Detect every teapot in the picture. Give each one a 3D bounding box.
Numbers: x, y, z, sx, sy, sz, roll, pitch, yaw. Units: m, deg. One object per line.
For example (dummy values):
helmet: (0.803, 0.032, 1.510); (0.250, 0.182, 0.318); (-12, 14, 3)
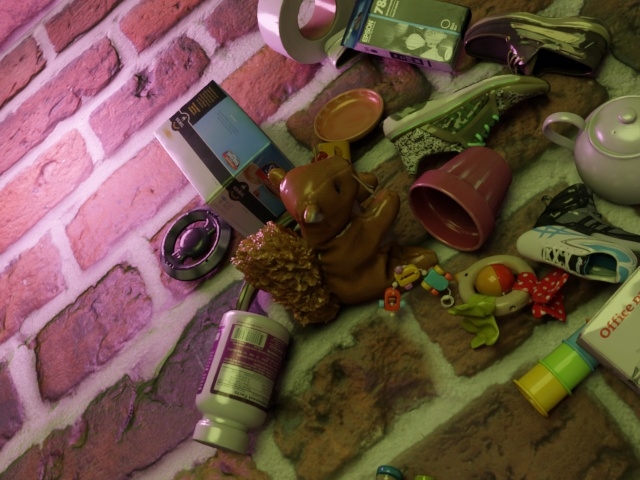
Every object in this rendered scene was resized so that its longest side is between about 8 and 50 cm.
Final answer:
teapot: (0.636, -0.211, 1.546); (0.256, 0.187, 0.253); (-33, 53, 11)

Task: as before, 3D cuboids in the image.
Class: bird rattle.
bird rattle: (0.384, 0.098, 1.561); (0.253, 0.143, 0.207); (-30, 37, 8)

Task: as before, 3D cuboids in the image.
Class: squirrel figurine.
squirrel figurine: (0.000, 0.000, 1.665); (0.397, 0.370, 0.281); (-39, 53, 5)

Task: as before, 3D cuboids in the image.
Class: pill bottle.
pill bottle: (-0.188, 0.328, 1.719); (0.169, 0.169, 0.302); (4, 66, 31)

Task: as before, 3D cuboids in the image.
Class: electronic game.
electronic game: (-0.344, 0.007, 2.056); (0.229, 0.048, 0.229); (-13, 58, 21)

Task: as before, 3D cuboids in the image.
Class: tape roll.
tape roll: (-0.037, -0.648, 2.095); (0.100, 0.286, 0.286); (35, 84, 38)

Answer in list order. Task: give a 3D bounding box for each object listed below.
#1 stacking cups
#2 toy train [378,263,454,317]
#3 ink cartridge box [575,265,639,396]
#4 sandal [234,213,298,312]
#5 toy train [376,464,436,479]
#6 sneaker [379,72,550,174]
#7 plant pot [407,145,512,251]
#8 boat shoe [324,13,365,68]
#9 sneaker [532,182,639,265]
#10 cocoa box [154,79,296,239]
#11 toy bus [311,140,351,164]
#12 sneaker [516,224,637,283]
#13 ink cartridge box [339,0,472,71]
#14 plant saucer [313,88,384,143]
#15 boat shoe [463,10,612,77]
stacking cups: (0.523, 0.206, 1.454); (0.316, 0.096, 0.096); (-41, 52, -3)
toy train: (0.211, 0.104, 1.656); (0.166, 0.125, 0.046); (-4, 25, 0)
ink cartridge box: (0.631, 0.192, 1.320); (0.283, 0.117, 0.207); (42, 89, 19)
sandal: (-0.122, 0.073, 1.874); (0.086, 0.120, 0.303); (24, 77, 7)
toy train: (0.201, 0.524, 1.449); (0.248, 0.105, 0.143); (-1, 50, 28)
sneaker: (0.358, -0.270, 1.797); (0.410, 0.158, 0.182); (-18, 88, 17)
plant pot: (0.326, -0.107, 1.670); (0.201, 0.201, 0.180); (26, 63, 36)
boat shoe: (0.132, -0.580, 2.087); (0.267, 0.096, 0.088); (-32, 58, 11)
sneaker: (0.570, -0.037, 1.540); (0.268, 0.101, 0.153); (6, 69, 33)
cocoa box: (-0.239, -0.218, 2.005); (0.228, 0.231, 0.347); (-42, 52, 2)
toy bus: (0.039, -0.156, 1.894); (0.104, 0.202, 0.191); (-7, 48, -9)
sneaker: (0.492, 0.027, 1.461); (0.237, 0.086, 0.085); (14, 116, 36)
ink cartridge box: (0.218, -0.566, 1.981); (0.332, 0.065, 0.165); (17, 86, 20)
plant saucer: (0.079, -0.325, 1.992); (0.200, 0.037, 0.200); (-16, 45, 17)
boat shoe: (0.504, -0.460, 1.791); (0.355, 0.132, 0.130); (8, 68, 33)
